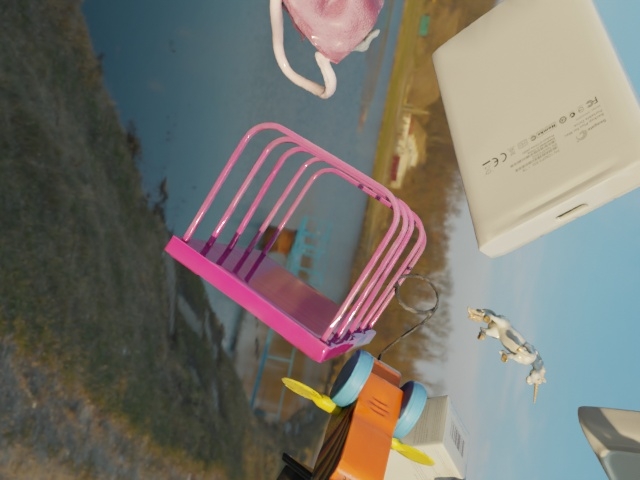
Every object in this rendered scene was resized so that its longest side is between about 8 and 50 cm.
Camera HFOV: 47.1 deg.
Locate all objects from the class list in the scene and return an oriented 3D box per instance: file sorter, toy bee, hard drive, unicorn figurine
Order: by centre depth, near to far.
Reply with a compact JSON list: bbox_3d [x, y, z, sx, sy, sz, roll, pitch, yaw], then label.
[{"bbox_3d":[0.238,-0.155,0.826,0.203,0.040,0.307,-32,-133,32],"label":"hard drive"},{"bbox_3d":[0.000,0.000,0.869,0.182,0.202,0.291,-57,167,4],"label":"file sorter"},{"bbox_3d":[0.062,0.203,0.891,0.298,0.195,0.162,-34,166,-42],"label":"toy bee"},{"bbox_3d":[0.295,0.164,1.120,0.111,0.060,0.162,13,47,-55],"label":"unicorn figurine"}]

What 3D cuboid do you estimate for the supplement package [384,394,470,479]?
[{"bbox_3d":[0.146,0.343,1.233,0.105,0.179,0.105,60,30,-28],"label":"supplement package"}]

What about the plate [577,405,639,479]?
[{"bbox_3d":[0.490,0.350,0.959,0.045,0.277,0.278,-34,-170,-29],"label":"plate"}]

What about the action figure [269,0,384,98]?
[{"bbox_3d":[-0.064,-0.424,1.026,0.275,0.248,0.370,-57,142,-4],"label":"action figure"}]

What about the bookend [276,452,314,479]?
[{"bbox_3d":[-0.021,0.395,0.988,0.157,0.072,0.156,42,75,-34],"label":"bookend"}]
